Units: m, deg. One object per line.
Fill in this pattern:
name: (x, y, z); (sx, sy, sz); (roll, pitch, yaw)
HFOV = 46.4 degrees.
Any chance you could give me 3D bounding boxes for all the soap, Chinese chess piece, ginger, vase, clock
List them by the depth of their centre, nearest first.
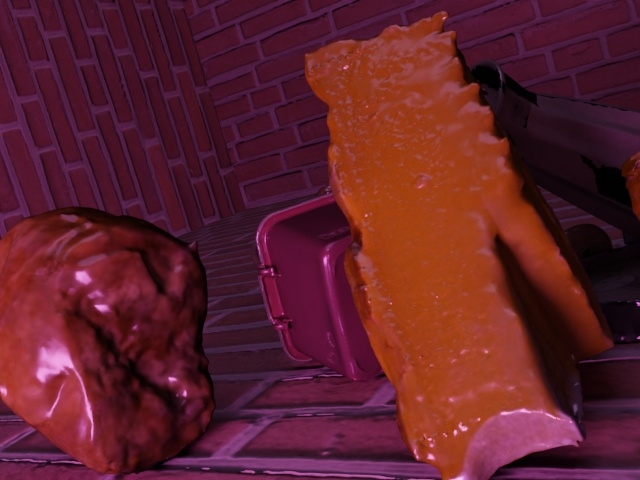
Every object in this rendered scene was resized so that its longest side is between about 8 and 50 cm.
soap: (0.085, -0.027, 0.604); (0.169, 0.338, 0.304); (-29, 6, 20)
clock: (0.337, 0.046, 0.769); (0.215, 0.041, 0.215); (-15, 8, 2)
ginger: (-0.245, 0.098, 0.774); (0.223, 0.269, 0.200); (-9, -12, 41)
vase: (0.321, -0.093, 0.851); (0.360, 0.165, 0.165); (15, -3, -20)
Chinese chess piece: (0.306, 0.017, 0.890); (0.084, 0.084, 0.034); (-17, 50, -8)

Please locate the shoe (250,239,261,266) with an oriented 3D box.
shoe: (0.000, 0.000, 1.473); (0.342, 0.132, 0.211); (-17, 3, -30)

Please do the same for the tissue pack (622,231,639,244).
tissue pack: (0.473, -0.065, 0.994); (0.156, 0.112, 0.051); (-12, 8, 24)

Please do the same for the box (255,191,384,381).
box: (0.090, 0.035, 0.860); (0.294, 0.193, 0.167); (-19, 17, -20)

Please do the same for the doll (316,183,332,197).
doll: (0.079, -0.050, 1.672); (0.303, 0.156, 0.201); (-34, -36, 11)

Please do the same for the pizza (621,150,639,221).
pizza: (0.441, 0.005, 0.650); (0.288, 0.075, 0.280); (1, 34, -4)
